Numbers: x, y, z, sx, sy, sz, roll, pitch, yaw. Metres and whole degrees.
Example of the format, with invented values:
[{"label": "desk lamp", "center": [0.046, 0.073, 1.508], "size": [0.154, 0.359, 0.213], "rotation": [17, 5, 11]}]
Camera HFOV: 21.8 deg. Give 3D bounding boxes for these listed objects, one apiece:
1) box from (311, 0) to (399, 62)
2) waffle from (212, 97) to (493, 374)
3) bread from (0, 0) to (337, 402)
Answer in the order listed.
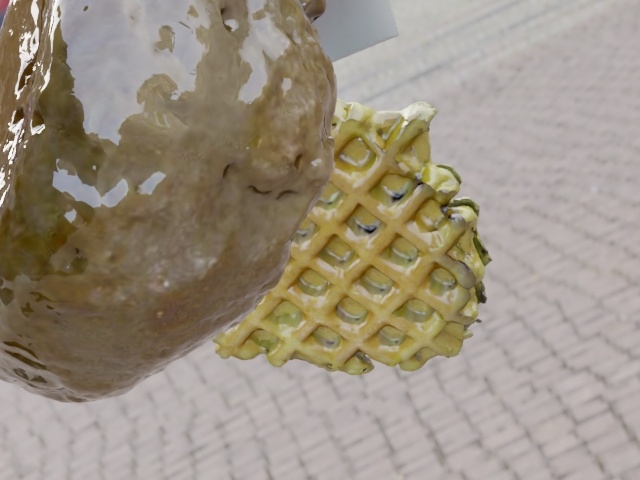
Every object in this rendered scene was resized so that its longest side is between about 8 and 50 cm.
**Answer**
[{"label": "box", "center": [-0.015, -0.180, 0.861], "size": [0.051, 0.130, 0.129], "rotation": [-24, 46, -2]}, {"label": "waffle", "center": [0.000, 0.001, 1.233], "size": [0.254, 0.245, 0.052], "rotation": [0, 33, 17]}, {"label": "bread", "center": [-0.071, -0.044, 0.676], "size": [0.123, 0.230, 0.230], "rotation": [16, 4, -17]}]
